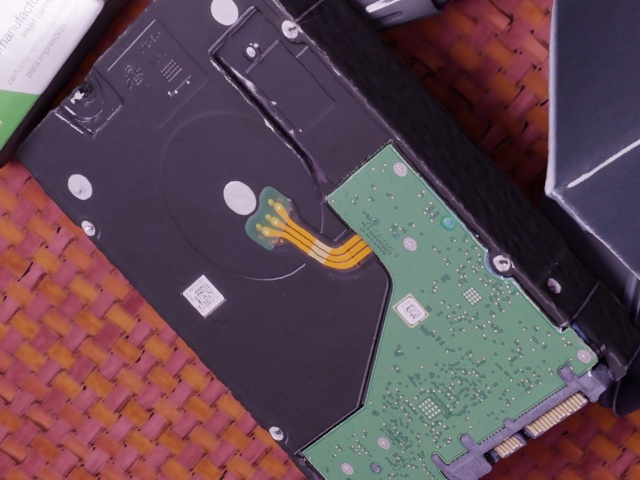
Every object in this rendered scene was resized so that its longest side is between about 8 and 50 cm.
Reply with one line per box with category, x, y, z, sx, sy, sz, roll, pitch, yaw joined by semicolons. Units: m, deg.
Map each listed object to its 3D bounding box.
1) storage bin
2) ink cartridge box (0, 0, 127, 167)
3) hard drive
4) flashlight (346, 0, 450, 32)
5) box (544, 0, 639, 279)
storage bin;0.176;0.024;1.157;0.091;0.098;0.135;24;111;30
ink cartridge box;-0.245;-0.157;1.159;0.208;0.087;0.153;37;107;-3
hard drive;0.000;0.000;1.131;0.339;0.064;0.237;48;130;-1
flashlight;0.147;-0.197;1.084;0.304;0.103;0.103;-20;98;12
box;0.358;-0.087;0.956;0.395;0.212;0.293;-34;116;27
